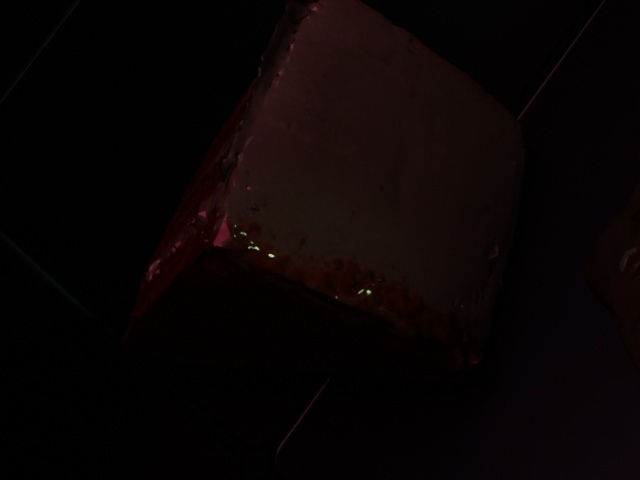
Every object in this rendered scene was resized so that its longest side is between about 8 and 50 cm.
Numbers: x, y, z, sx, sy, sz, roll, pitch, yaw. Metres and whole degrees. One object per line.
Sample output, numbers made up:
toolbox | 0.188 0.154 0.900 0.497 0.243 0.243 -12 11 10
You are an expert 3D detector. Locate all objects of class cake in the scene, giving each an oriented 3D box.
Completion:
cake | 0.000 0.000 0.652 0.262 0.160 0.158 139 153 -66

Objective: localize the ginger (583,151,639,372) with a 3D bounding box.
ginger | 0.176 0.042 0.445 0.122 0.084 0.290 -34 43 26
